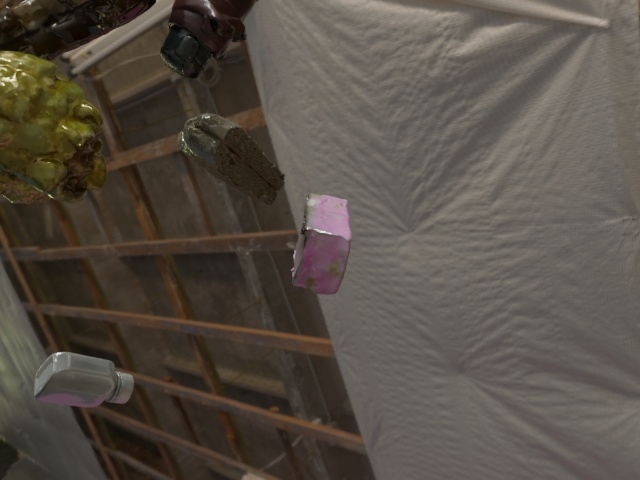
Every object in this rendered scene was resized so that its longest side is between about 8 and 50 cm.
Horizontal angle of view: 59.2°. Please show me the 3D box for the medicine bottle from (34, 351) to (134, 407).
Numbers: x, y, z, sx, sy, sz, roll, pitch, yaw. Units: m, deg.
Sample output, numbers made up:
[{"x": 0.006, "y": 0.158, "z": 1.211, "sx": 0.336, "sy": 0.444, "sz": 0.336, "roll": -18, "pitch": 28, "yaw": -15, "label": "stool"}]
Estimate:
[{"x": -0.493, "y": 0.299, "z": 1.188, "sx": 0.119, "sy": 0.183, "sz": 0.069, "roll": -47, "pitch": -139, "yaw": 21, "label": "medicine bottle"}]

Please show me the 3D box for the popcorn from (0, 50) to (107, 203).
[{"x": -0.491, "y": -0.178, "z": 0.951, "sx": 0.252, "sy": 0.215, "sz": 0.286, "roll": 3, "pitch": -29, "yaw": -2, "label": "popcorn"}]

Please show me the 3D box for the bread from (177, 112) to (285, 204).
[{"x": -0.207, "y": -0.187, "z": 1.248, "sx": 0.183, "sy": 0.102, "sz": 0.337, "roll": 30, "pitch": -4, "yaw": 22, "label": "bread"}]

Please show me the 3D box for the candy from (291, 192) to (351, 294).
[{"x": 0.000, "y": 0.000, "z": 1.337, "sx": 0.116, "sy": 0.265, "sz": 0.155, "roll": 10, "pitch": -66, "yaw": -4, "label": "candy"}]

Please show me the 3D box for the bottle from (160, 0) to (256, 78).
[{"x": -0.191, "y": -0.424, "z": 1.035, "sx": 0.143, "sy": 0.271, "sz": 0.156, "roll": 30, "pitch": -5, "yaw": -19, "label": "bottle"}]

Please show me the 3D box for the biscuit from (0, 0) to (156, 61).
[{"x": -0.459, "y": -0.406, "z": 1.020, "sx": 0.367, "sy": 0.268, "sz": 0.115, "roll": -18, "pitch": -64, "yaw": 15, "label": "biscuit"}]
